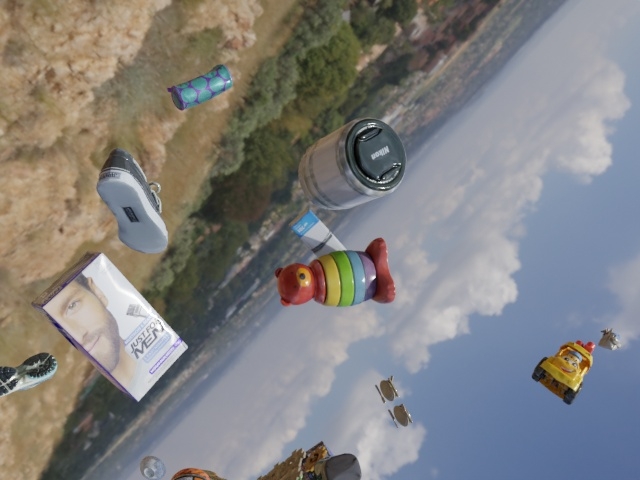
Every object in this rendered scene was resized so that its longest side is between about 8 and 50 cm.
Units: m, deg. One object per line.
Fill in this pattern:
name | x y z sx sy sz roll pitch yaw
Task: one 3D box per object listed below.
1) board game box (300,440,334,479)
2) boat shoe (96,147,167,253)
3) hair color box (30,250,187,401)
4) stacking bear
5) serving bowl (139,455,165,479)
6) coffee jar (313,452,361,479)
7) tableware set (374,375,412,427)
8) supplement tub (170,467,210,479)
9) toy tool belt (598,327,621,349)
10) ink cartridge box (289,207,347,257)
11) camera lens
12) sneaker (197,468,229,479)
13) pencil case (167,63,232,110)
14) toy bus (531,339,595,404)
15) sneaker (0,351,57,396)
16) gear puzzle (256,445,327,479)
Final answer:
board game box | -0.041 0.906 2.274 0.291 0.232 0.141 -32 137 -6
boat shoe | -0.405 -0.081 1.402 0.306 0.113 0.104 75 13 -57
hair color box | -0.505 0.209 1.562 0.110 0.338 0.185 1 -136 52
stacking bear | 0.027 0.104 1.698 0.289 0.175 0.164 -6 165 -16
serving bowl | -0.517 0.703 1.960 0.083 0.083 0.027 -47 -178 21
coffee jar | 0.042 0.571 1.583 0.096 0.079 0.184 -12 162 -12
tableware set | 0.294 0.624 2.478 0.039 0.194 0.128 -21 166 -30
supplement tub | -0.274 0.565 1.321 0.117 0.117 0.190 -47 -164 6
toy tool belt | 0.691 0.231 1.522 0.083 0.052 0.051 9 97 -59
ink cartridge box | 0.000 0.000 1.886 0.082 0.190 0.139 -41 -174 0
camera lens | 0.088 -0.208 1.798 0.219 0.219 0.274 -46 -165 -29
sneaker | -0.308 0.690 1.770 0.186 0.070 0.083 1 -108 49
pencil case | -0.296 -0.380 1.589 0.152 0.070 0.064 -31 167 -23
toy bus | 0.804 0.399 2.061 0.211 0.149 0.220 -48 154 -7
sneaker | -1.054 0.489 2.214 0.283 0.110 0.122 -14 153 -26
gear puzzle | -0.097 0.704 1.882 0.339 0.044 0.175 -42 -168 19
